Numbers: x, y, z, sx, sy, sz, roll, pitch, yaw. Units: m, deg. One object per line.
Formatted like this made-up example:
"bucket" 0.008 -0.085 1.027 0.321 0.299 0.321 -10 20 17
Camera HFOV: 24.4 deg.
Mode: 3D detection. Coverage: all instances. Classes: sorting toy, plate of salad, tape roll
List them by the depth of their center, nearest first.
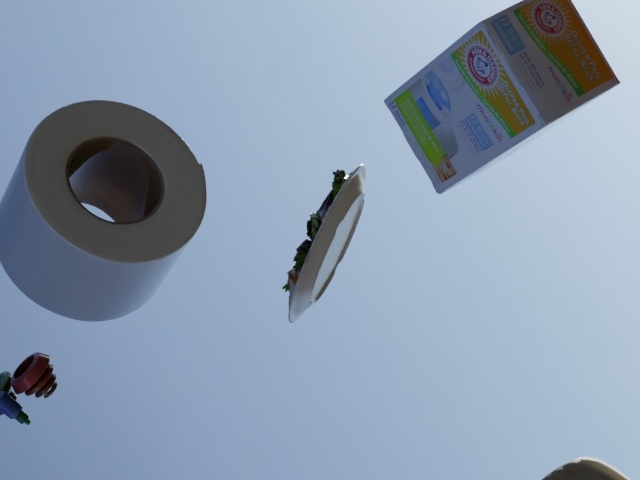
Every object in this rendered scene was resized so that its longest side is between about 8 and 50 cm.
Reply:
"sorting toy" -0.298 0.154 1.469 0.042 0.102 0.061 45 -149 -22
"plate of salad" 0.000 0.000 1.693 0.200 0.048 0.200 -62 -10 -19
"tape roll" -0.290 -0.038 1.937 0.246 0.169 0.246 13 -125 -20

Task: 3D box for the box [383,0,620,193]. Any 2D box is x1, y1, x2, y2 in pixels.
"box" 0.167 -0.140 1.397 0.103 0.203 0.114 -29 -92 -29

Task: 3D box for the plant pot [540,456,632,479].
"plant pot" 0.319 0.408 1.627 0.284 0.191 0.284 -26 -51 -37
